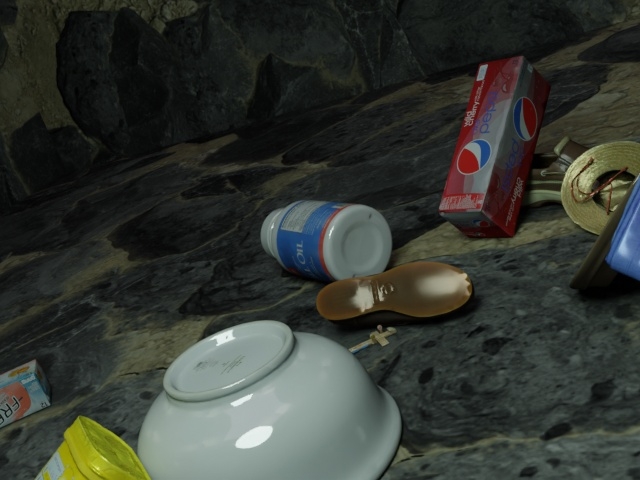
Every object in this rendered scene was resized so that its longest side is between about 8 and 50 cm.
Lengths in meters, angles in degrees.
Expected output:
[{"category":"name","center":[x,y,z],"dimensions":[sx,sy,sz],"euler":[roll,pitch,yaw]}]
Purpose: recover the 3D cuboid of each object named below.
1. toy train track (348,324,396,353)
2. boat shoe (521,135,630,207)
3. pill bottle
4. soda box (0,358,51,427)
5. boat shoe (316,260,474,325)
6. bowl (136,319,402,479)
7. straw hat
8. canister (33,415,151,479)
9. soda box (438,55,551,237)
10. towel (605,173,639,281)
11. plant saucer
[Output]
[{"category":"toy train track","center":[0.057,0.127,1.080],"dimensions":[0.083,0.014,0.048],"euler":[-25,18,-11]},{"category":"boat shoe","center":[0.377,-0.107,1.279],"dimensions":[0.257,0.095,0.095],"euler":[-6,23,37]},{"category":"pill bottle","center":[0.000,0.000,1.330],"dimensions":[0.124,0.124,0.221],"euler":[-30,20,-27]},{"category":"soda box","center":[-0.491,0.245,1.251],"dimensions":[0.183,0.058,0.063],"euler":[-24,19,-9]},{"category":"boat shoe","center":[0.100,0.072,1.102],"dimensions":[0.206,0.073,0.073],"euler":[-5,-18,23]},{"category":"bowl","center":[-0.073,0.175,0.890],"dimensions":[0.297,0.134,0.298],"euler":[-18,18,6]},{"category":"straw hat","center":[0.410,-0.064,1.169],"dimensions":[0.144,0.145,0.061],"euler":[-6,-19,37]},{"category":"canister","center":[-0.246,0.266,0.803],"dimensions":[0.170,0.073,0.126],"euler":[-54,26,-8]},{"category":"soda box","center":[0.263,-0.139,1.281],"dimensions":[0.083,0.092,0.263],"euler":[0,65,46]},{"category":"towel","center":[0.443,-0.031,0.726],"dimensions":[0.336,0.040,0.243],"euler":[22,81,36]},{"category":"plant saucer","center":[0.371,-0.056,0.965],"dimensions":[0.041,0.278,0.278],"euler":[32,42,17]}]
